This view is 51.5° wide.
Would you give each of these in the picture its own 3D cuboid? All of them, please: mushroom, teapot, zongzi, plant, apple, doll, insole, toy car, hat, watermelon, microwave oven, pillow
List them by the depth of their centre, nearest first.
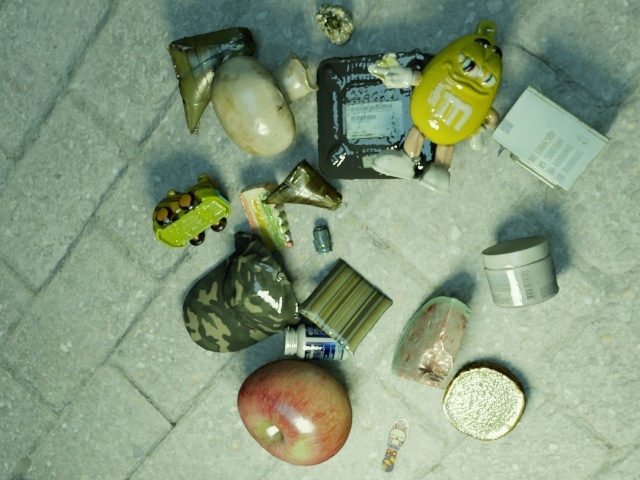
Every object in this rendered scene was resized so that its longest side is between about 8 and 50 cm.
[{"bbox_3d":[0.295,-0.328,1.693,0.348,0.161,0.423,-9,111,-9],"label":"doll"},{"bbox_3d":[0.582,-0.258,1.707,0.240,0.145,0.194,37,111,8],"label":"microwave oven"},{"bbox_3d":[0.031,-0.597,1.834,0.116,0.122,0.104,28,118,3],"label":"plant"},{"bbox_3d":[-0.149,-0.392,1.852,0.290,0.297,0.297,-30,90,-8],"label":"mushroom"},{"bbox_3d":[0.337,0.305,1.857,0.148,0.226,0.318,23,120,-15],"label":"watermelon"},{"bbox_3d":[-0.045,-0.113,1.931,0.187,0.084,0.184,40,107,-17],"label":"zongzi"},{"bbox_3d":[0.075,0.194,1.952,0.212,0.052,0.208,39,69,8],"label":"pillow"},{"bbox_3d":[-0.301,-0.469,1.964,0.260,0.123,0.289,-5,108,15],"label":"zongzi"},{"bbox_3d":[-0.064,0.491,1.964,0.344,0.269,0.345,23,132,28],"label":"apple"},{"bbox_3d":[-0.001,0.001,1.984,0.063,0.049,0.083,-10,97,19],"label":"teapot"},{"bbox_3d":[-0.262,0.196,2.029,0.381,0.257,0.366,-35,86,0],"label":"hat"},{"bbox_3d":[-0.403,-0.094,2.030,0.248,0.200,0.142,-31,59,7],"label":"toy car"},{"bbox_3d":[0.227,0.636,2.052,0.065,0.004,0.197,20,105,13],"label":"insole"}]

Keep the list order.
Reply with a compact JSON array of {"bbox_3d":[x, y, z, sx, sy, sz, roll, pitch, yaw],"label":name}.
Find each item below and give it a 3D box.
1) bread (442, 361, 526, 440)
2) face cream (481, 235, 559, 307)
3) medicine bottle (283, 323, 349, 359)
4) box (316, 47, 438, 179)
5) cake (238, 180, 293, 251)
[{"bbox_3d":[0.471,0.463,1.911,0.236,0.070,0.236,3,99,17],"label":"bread"},{"bbox_3d":[0.532,0.084,1.767,0.177,0.177,0.153,-14,98,19],"label":"face cream"},{"bbox_3d":[-0.012,0.303,1.979,0.191,0.107,0.107,2,101,-7],"label":"medicine bottle"},{"bbox_3d":[0.161,-0.344,1.850,0.359,0.091,0.350,0,100,19],"label":"box"},{"bbox_3d":[-0.159,-0.074,2.026,0.109,0.090,0.225,-12,115,17],"label":"cake"}]
